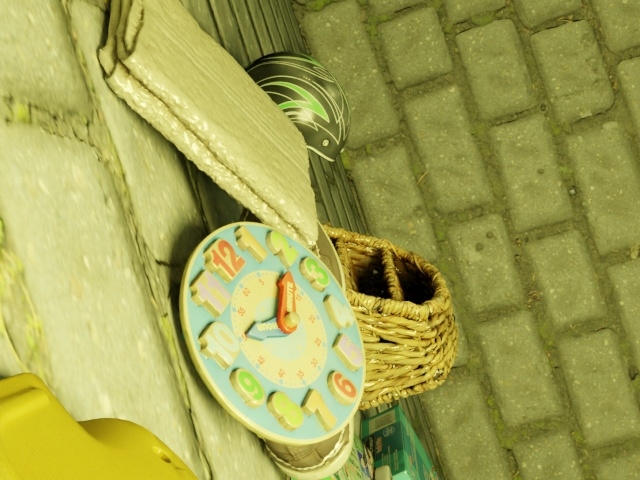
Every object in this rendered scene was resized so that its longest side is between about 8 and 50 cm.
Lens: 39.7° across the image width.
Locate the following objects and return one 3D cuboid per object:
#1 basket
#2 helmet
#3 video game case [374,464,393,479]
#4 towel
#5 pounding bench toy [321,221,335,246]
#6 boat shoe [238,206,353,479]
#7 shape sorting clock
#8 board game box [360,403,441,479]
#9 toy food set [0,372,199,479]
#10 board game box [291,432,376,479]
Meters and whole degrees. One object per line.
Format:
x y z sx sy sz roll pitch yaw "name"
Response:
0.077 0.076 1.301 0.299 0.214 0.223 -83 155 -73 "basket"
-0.042 -0.180 1.244 0.169 0.162 0.169 -18 90 -83 "helmet"
0.102 0.401 1.102 0.201 0.023 0.183 -60 132 -82 "video game case"
-0.101 -0.124 0.867 0.282 0.049 0.187 44 24 -34 "towel"
0.000 0.000 1.545 0.083 0.052 0.065 61 13 -55 "pounding bench toy"
-0.035 0.071 0.895 0.096 0.117 0.324 63 16 -59 "boat shoe"
-0.034 0.076 0.774 0.206 0.040 0.206 25 46 -30 "shape sorting clock"
0.172 0.460 1.399 0.336 0.079 0.254 62 8 -8 "board game box"
-0.115 0.125 0.369 0.128 0.071 0.218 39 0 4 "toy food set"
0.032 0.317 1.046 0.317 0.046 0.213 60 15 -58 "board game box"
